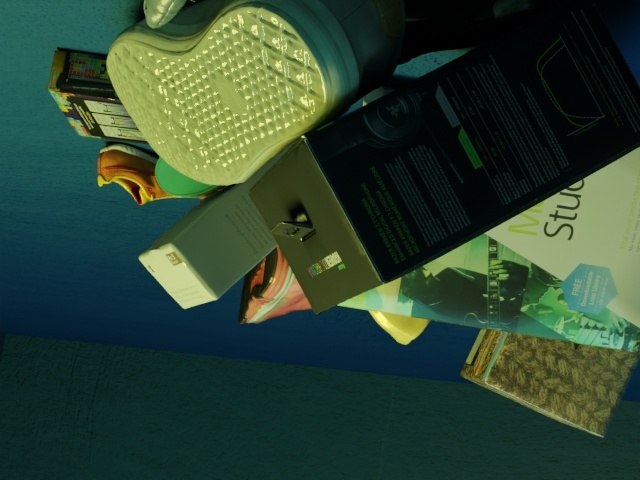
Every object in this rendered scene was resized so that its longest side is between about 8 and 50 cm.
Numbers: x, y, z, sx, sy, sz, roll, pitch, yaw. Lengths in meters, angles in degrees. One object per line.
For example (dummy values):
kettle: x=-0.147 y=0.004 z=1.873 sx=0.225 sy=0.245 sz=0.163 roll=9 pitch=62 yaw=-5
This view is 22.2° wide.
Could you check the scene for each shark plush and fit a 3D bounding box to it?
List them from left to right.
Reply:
shark plush: x=-0.093 y=-0.212 z=1.277 sx=0.073 sy=0.067 sz=0.161 roll=18 pitch=166 yaw=-37

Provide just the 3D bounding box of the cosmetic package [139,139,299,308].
cosmetic package: x=-0.076 y=-0.031 z=1.769 sx=0.085 sy=0.231 sz=0.117 roll=50 pitch=159 yaw=-10

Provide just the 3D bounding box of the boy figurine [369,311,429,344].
boy figurine: x=0.162 y=0.048 z=2.008 sx=0.285 sy=0.092 sz=0.177 roll=-21 pitch=158 yaw=-53

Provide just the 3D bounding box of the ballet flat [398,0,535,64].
ballet flat: x=0.100 y=-0.182 z=1.354 sx=0.173 sy=0.049 sz=0.057 roll=-9 pitch=173 yaw=39

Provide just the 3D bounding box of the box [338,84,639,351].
box: x=0.185 y=-0.020 z=1.642 sx=0.322 sy=0.232 sz=0.058 roll=9 pitch=-153 yaw=3

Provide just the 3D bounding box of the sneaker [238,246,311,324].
sneaker: x=-0.047 y=0.080 z=2.580 sx=0.136 sy=0.116 sz=0.314 roll=10 pitch=169 yaw=-11

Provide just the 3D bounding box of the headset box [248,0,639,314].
headset box: x=0.092 y=-0.059 z=1.345 sx=0.283 sy=0.131 sz=0.246 roll=-29 pitch=179 yaw=-14

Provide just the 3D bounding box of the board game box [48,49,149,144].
board game box: x=-0.204 y=-0.148 z=1.744 sx=0.141 sy=0.048 sz=0.170 roll=7 pitch=168 yaw=3

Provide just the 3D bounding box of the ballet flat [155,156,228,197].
ballet flat: x=-0.091 y=-0.109 z=1.701 sx=0.077 sy=0.079 sz=0.221 roll=53 pitch=141 yaw=-2

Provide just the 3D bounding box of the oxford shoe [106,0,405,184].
oxford shoe: x=-0.060 y=-0.151 z=1.406 sx=0.169 sy=0.130 sz=0.449 roll=55 pitch=155 yaw=-12

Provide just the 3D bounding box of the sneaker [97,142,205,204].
sneaker: x=-0.205 y=-0.072 z=2.075 sx=0.175 sy=0.067 sz=0.064 roll=13 pitch=167 yaw=-25

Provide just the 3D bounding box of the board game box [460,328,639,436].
board game box: x=0.282 y=0.083 z=1.860 sx=0.141 sy=0.232 sz=0.291 roll=25 pitch=178 yaw=1
